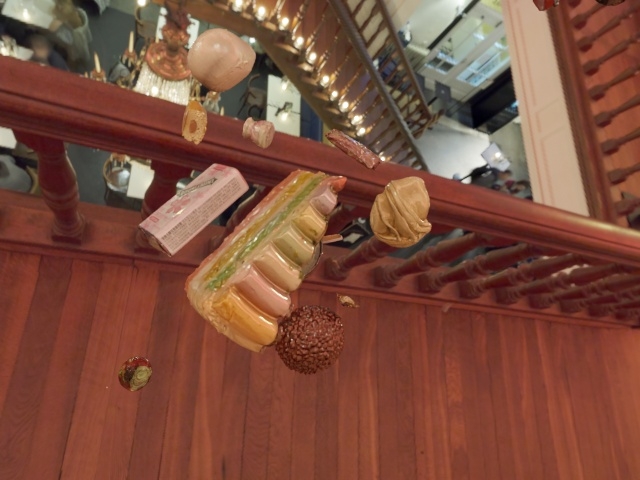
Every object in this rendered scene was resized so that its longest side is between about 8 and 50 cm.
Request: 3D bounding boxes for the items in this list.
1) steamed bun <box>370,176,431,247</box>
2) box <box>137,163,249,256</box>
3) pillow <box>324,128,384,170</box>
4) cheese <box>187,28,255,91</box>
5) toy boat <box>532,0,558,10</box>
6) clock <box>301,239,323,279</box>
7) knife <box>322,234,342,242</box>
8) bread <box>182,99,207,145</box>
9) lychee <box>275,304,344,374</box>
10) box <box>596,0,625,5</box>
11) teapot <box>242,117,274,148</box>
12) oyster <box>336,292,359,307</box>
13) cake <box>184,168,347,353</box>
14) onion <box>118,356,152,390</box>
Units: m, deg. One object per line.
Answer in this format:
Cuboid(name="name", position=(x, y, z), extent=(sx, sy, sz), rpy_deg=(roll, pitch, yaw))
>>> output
Cuboid(name="steamed bun", position=(0.333, -0.108, 1.782), extent=(0.203, 0.289, 0.276), rpy_deg=(-26, 79, -44))
Cuboid(name="box", position=(-0.438, -0.109, 1.453), extent=(0.370, 0.190, 0.112), rpy_deg=(-46, 127, -19))
Cuboid(name="pillow", position=(0.098, -0.264, 1.228), extent=(0.185, 0.043, 0.118), rpy_deg=(33, 29, 0))
Cuboid(name="cheese", position=(-0.321, -0.570, 1.325), extent=(0.154, 0.198, 0.189), rpy_deg=(55, 16, -3))
Cuboid(name="toy boat", position=(0.545, -0.607, 1.010), extent=(0.069, 0.059, 0.173), rpy_deg=(56, 25, 19))
Cuboid(name="clock", position=(-0.139, 0.019, 1.682), extent=(0.312, 0.061, 0.313), rpy_deg=(4, 69, -12))
Cuboid(name="knife", position=(0.000, 0.001, 1.781), extent=(0.046, 0.256, 0.022), rpy_deg=(-48, 119, -39))
Cuboid(name="bread", position=(-0.491, -0.466, 1.650), extent=(0.085, 0.134, 0.173), rpy_deg=(11, 31, -23))
Cuboid(name="lychee", position=(-0.043, 0.374, 1.596), extent=(0.264, 0.300, 0.264), rpy_deg=(16, 42, -15))
Cuboid(name="box", position=(0.457, -0.576, 0.712), extent=(0.211, 0.058, 0.350), rpy_deg=(-35, 78, 0))
Cuboid(name="teapot", position=(-0.144, -0.261, 1.000), extent=(0.064, 0.064, 0.083), rpy_deg=(22, 35, 7))
Cuboid(name="oyster", position=(0.105, 0.232, 1.545), extent=(0.132, 0.086, 0.029), rpy_deg=(35, 93, -32))
Cuboid(name="cake", position=(-0.065, 0.003, 0.479), extent=(0.090, 0.109, 0.225), rpy_deg=(32, 80, -33))
Cuboid(name="onion", position=(-0.651, 0.465, 1.480), extent=(0.118, 0.118, 0.117), rpy_deg=(34, 80, -13))
